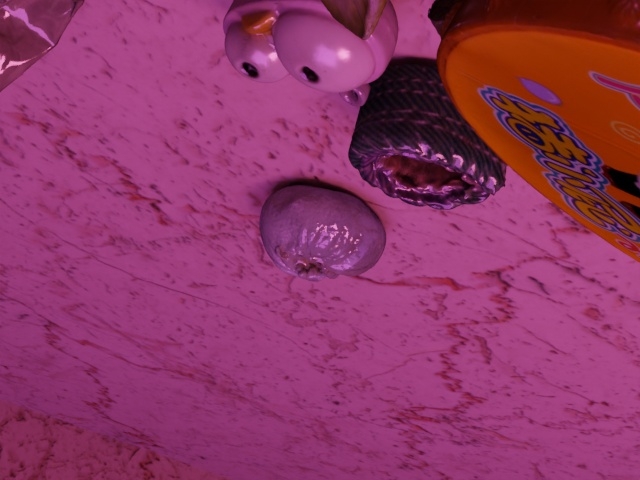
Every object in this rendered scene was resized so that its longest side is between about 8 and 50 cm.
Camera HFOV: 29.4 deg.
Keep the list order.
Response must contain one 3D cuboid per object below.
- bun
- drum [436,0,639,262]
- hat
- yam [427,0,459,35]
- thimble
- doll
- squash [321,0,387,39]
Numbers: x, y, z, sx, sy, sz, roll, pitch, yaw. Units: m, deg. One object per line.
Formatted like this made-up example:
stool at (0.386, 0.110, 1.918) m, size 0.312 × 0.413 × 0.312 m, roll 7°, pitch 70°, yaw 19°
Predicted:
bun at (0.000, 0.000, 1.323) m, size 0.141 × 0.083 × 0.141 m, roll 12°, pitch 153°, yaw 6°
drum at (0.285, -0.085, 0.648) m, size 0.431 × 0.214 × 0.431 m, roll 31°, pitch 176°, yaw 3°
hat at (-0.329, -0.251, 1.044) m, size 0.244 × 0.149 × 0.214 m, roll 49°, pitch 174°, yaw 18°
yam at (0.158, -0.140, 0.909) m, size 0.107 × 0.107 × 0.183 m, roll -7°, pitch 143°, yaw 41°
thimble at (0.096, -0.089, 1.072) m, size 0.135 × 0.090 × 0.118 m, roll 22°, pitch 157°, yaw -16°
doll at (-0.067, -0.212, 0.920) m, size 0.160 × 0.094 × 0.365 m, roll -2°, pitch 148°, yaw 41°
squash at (-0.026, -0.247, 0.624) m, size 0.189 × 0.260 × 0.189 m, roll 14°, pitch 157°, yaw 6°
